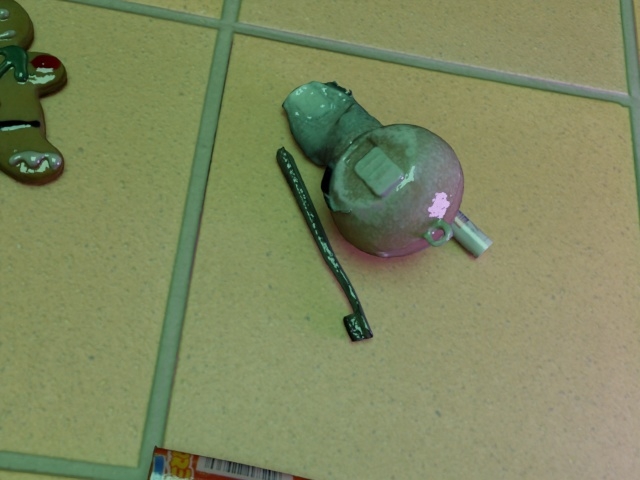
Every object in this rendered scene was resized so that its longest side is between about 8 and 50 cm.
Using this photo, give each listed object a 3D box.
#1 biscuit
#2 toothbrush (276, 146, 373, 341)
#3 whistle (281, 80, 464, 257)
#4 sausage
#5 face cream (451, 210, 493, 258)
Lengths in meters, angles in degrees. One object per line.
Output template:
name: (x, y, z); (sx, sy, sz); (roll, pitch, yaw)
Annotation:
biscuit: (-0.448, -0.213, 0.961); (0.197, 0.049, 0.301); (-4, 67, -13)
toothbrush: (0.000, 0.000, 0.958); (0.031, 0.030, 0.297); (-22, 73, -7)
whistle: (0.069, -0.101, 0.963); (0.189, 0.189, 0.348); (-25, 52, -18)
sausage: (-0.061, 0.297, 0.802); (0.274, 0.074, 0.074); (13, 66, -5)
face cream: (0.185, -0.031, 0.999); (0.130, 0.034, 0.034); (44, 68, 11)
